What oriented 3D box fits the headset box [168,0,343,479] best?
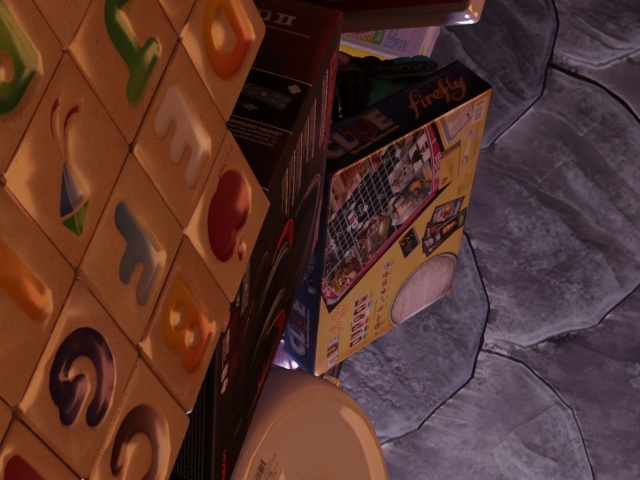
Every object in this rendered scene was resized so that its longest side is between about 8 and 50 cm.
[{"bbox_3d":[-0.072,-0.006,0.843,0.218,0.110,0.293,97,10,-47],"label":"headset box"}]

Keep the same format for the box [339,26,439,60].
[{"bbox_3d":[0.072,-0.237,1.548,0.203,0.114,0.103,-68,172,-45],"label":"box"}]

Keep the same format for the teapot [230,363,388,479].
[{"bbox_3d":[-0.077,0.222,1.054,0.256,0.187,0.253,-17,101,-54],"label":"teapot"}]

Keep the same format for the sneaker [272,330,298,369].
[{"bbox_3d":[-0.019,0.019,1.187,0.107,0.124,0.283,58,-25,26],"label":"sneaker"}]

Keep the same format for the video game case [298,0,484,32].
[{"bbox_3d":[0.082,-0.313,1.176,0.025,0.204,0.285,36,65,-47],"label":"video game case"}]

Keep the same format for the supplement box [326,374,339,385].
[{"bbox_3d":[-0.032,0.185,1.668,0.062,0.098,0.036,-63,170,-67],"label":"supplement box"}]

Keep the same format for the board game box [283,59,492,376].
[{"bbox_3d":[0.049,-0.012,1.080,0.165,0.042,0.243,-30,146,-28],"label":"board game box"}]

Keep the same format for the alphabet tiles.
[{"bbox_3d":[-0.100,-0.043,0.460,0.342,0.011,0.285,63,38,-51],"label":"alphabet tiles"}]

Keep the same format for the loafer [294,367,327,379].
[{"bbox_3d":[0.000,0.000,1.387,0.134,0.130,0.366,69,36,-79],"label":"loafer"}]

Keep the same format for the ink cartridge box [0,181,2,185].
[{"bbox_3d":[-0.129,-0.024,0.520,0.104,0.061,0.181,91,15,-60],"label":"ink cartridge box"}]

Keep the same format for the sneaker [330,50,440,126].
[{"bbox_3d":[0.021,-0.105,1.113,0.295,0.178,0.124,-44,148,-78],"label":"sneaker"}]
